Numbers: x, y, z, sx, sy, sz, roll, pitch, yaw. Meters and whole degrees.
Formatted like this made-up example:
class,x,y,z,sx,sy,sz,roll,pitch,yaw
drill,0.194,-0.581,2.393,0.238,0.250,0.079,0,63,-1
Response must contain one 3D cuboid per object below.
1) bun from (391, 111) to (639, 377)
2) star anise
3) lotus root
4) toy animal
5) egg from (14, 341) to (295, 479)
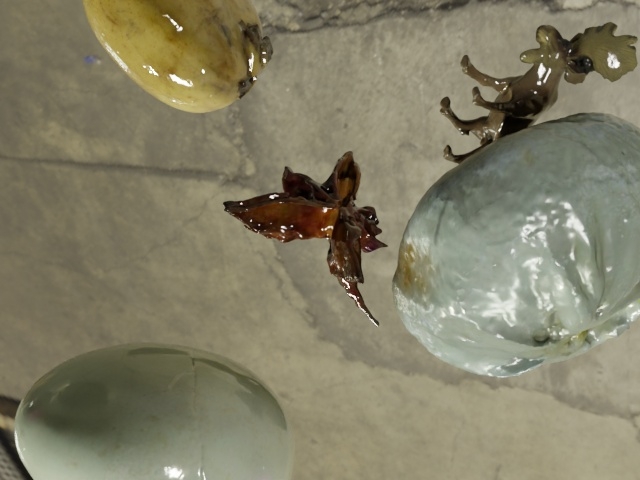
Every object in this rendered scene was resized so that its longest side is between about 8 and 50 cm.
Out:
class,x,y,z,sx,sy,sz,roll,pitch,yaw
bun,0.249,0.020,0.913,0.211,0.362,0.362,66,145,28
star anise,0.004,0.007,0.765,0.140,0.158,0.144,37,137,19
lotus root,-0.203,-0.297,1.013,0.183,0.182,0.310,-25,119,42
toy animal,0.248,-0.178,0.967,0.186,0.093,0.214,3,142,-18
egg,-0.121,0.152,0.615,0.209,0.151,0.151,15,139,-15
